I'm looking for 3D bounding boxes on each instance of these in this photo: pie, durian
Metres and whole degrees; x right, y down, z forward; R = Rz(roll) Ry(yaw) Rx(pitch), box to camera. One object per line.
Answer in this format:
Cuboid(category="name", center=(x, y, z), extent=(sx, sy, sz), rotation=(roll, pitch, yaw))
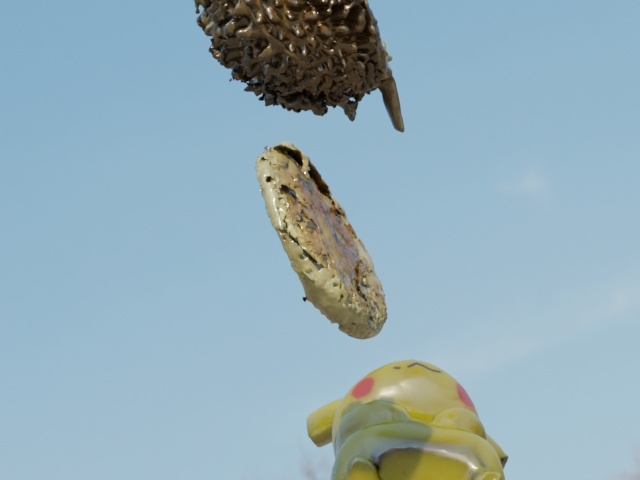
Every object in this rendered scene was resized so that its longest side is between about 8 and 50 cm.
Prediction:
Cuboid(category="pie", center=(0.000, 0.000, 1.982), extent=(0.055, 0.274, 0.274), rotation=(-28, -27, 14))
Cuboid(category="durian", center=(-0.020, -0.127, 0.984), extent=(0.091, 0.188, 0.148), rotation=(-47, 8, -12))

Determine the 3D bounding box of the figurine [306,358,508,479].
Cuboid(category="figurine", center=(0.097, 0.220, 1.598), extent=(0.218, 0.326, 0.169), rotation=(10, -71, -3))
